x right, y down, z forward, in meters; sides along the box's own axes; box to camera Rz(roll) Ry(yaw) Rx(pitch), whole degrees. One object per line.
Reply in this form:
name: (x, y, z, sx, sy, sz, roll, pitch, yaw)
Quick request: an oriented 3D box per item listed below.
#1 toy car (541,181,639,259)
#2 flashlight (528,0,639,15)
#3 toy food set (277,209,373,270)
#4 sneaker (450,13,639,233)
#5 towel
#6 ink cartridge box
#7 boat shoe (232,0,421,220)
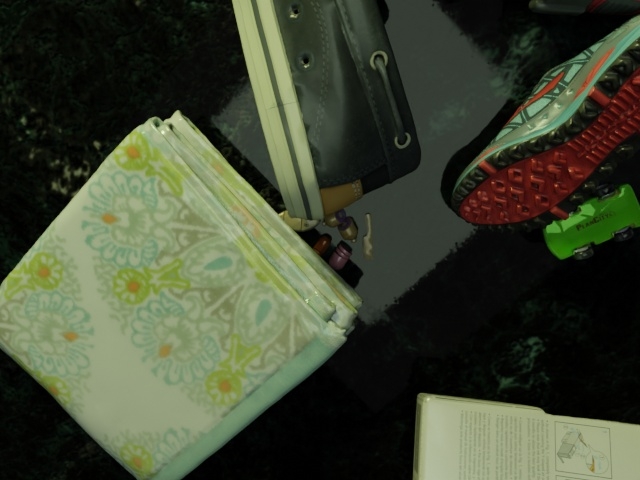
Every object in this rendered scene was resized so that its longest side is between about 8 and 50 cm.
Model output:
toy car: (0.338, -0.051, 0.477, 0.224, 0.053, 0.239, -26, 97, 10)
flashlight: (0.355, -0.255, 0.416, 0.303, 0.103, 0.103, 3, 139, 1)
toy food set: (0.000, 0.000, 0.535, 0.122, 0.019, 0.078, -3, 101, 6)
sneaker: (0.244, -0.109, 0.452, 0.104, 0.125, 0.262, 39, 128, -12)
towel: (-0.181, 0.088, 0.534, 0.374, 0.090, 0.320, -42, 91, 14)
ink cartridge box: (0.232, 0.337, 0.495, 0.261, 0.066, 0.297, 5, 76, 6)
boat shoe: (-0.014, -0.270, 0.407, 0.155, 0.187, 0.501, -13, 102, 0)
